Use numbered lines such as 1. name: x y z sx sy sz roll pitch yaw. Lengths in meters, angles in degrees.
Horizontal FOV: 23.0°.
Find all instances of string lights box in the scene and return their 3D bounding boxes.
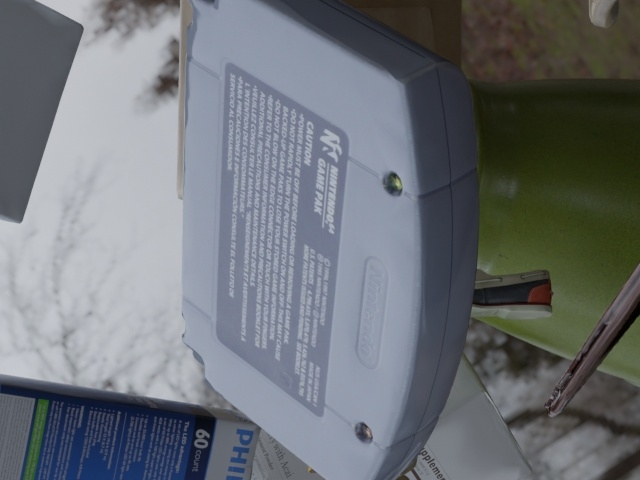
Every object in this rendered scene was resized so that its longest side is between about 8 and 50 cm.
1. string lights box: -0.191 0.193 1.311 0.259 0.133 0.077 12 180 -22

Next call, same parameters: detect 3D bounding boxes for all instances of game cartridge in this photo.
1. game cartridge: 0.000 0.000 0.893 0.196 0.060 0.294 38 138 36

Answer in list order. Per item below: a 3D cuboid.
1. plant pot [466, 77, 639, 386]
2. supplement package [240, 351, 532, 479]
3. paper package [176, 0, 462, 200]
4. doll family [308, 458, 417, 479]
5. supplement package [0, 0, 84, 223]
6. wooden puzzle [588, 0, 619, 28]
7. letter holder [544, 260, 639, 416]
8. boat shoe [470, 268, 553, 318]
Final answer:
1. plant pot: 0.281 -0.028 1.708 0.353 0.366 0.366 11 -153 -16
2. supplement package: 0.065 0.243 1.855 0.175 0.293 0.177 57 -178 -42
3. paper package: -0.010 -0.201 1.524 0.309 0.168 0.325 -6 83 60
4. doll family: 0.015 0.101 1.156 0.076 0.193 0.111 13 174 -35
5. supplement package: -0.312 -0.115 1.075 0.203 0.149 0.194 8 169 45
6. wooden puzzle: 0.288 -0.359 1.094 0.080 0.348 0.322 16 -126 -16
7. letter holder: 0.242 0.012 0.726 0.152 0.214 0.302 40 157 13
8. boat shoe: 0.144 0.046 1.424 0.049 0.137 0.043 117 154 -74
